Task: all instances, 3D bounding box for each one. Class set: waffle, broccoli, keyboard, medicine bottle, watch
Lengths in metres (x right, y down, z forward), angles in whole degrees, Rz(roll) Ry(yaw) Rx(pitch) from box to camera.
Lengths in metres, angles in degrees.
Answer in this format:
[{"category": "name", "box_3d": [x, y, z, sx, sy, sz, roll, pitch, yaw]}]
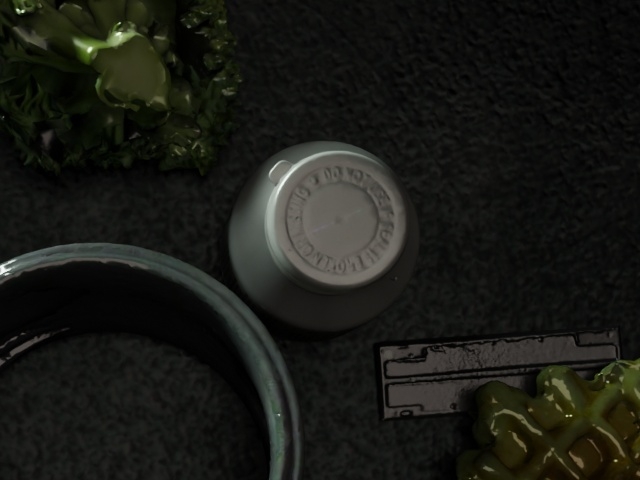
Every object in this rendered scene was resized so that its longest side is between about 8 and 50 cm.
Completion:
[{"category": "waffle", "box_3d": [0.232, 0.242, 1.141, 0.297, 0.073, 0.317, 6, 67, -12]}, {"category": "broccoli", "box_3d": [-0.157, -0.136, 1.101, 0.198, 0.176, 0.226, -33, 93, -1]}, {"category": "keyboard", "box_3d": [0.142, 0.102, 1.194, 0.198, 0.010, 0.063, -3, 85, -8]}, {"category": "medicine bottle", "box_3d": [0.000, 0.000, 1.086, 0.135, 0.215, 0.135, 1, 82, -7]}, {"category": "watch", "box_3d": [-0.185, 0.160, 1.036, 0.335, 0.314, 0.327, 26, 68, 8]}]
